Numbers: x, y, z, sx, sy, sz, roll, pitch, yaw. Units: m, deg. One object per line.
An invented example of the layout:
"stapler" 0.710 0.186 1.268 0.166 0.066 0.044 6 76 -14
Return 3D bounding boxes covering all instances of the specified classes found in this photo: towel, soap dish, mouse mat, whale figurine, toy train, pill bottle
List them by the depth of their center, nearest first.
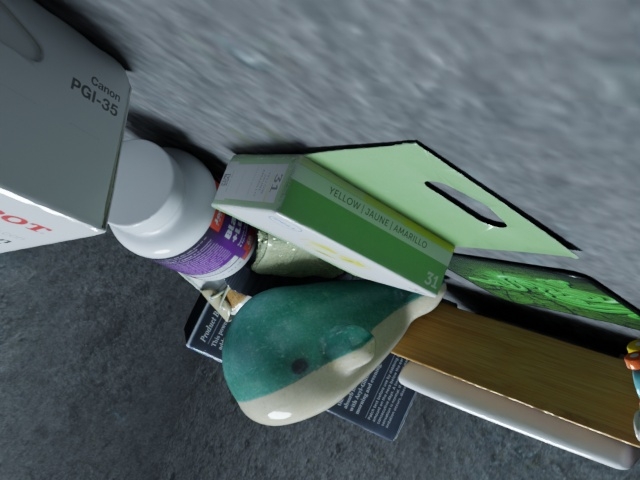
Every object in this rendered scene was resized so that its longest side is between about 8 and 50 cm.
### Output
"mouse mat" 0.201 0.046 0.600 0.153 0.007 0.190 27 169 -34
"toy train" 0.343 0.160 0.617 0.046 0.125 0.166 -16 149 34
"pill bottle" -0.140 -0.027 0.630 0.108 0.108 0.193 19 172 16
"towel" -0.016 0.014 0.683 0.110 0.027 0.148 1 161 -10
"whale figurine" 0.009 0.094 0.744 0.141 0.272 0.216 59 169 -3
"soap dish" 0.261 0.169 0.790 0.291 0.118 0.229 17 176 33

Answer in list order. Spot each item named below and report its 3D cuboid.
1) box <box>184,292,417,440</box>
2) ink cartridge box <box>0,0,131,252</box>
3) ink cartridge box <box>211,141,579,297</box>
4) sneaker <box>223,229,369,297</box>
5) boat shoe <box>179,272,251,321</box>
"box" -0.032 0.170 1.192 0.396 0.211 0.293 28 172 -9
"ink cartridge box" -0.294 -0.069 0.388 0.283 0.117 0.207 -8 157 28
"ink cartridge box" 0.042 -0.009 0.483 0.171 0.056 0.235 27 172 -32
"sneaker" -0.039 0.034 0.876 0.131 0.112 0.319 37 -178 42
"boat shoe" -0.115 0.057 0.933 0.302 0.113 0.103 33 -161 -23
